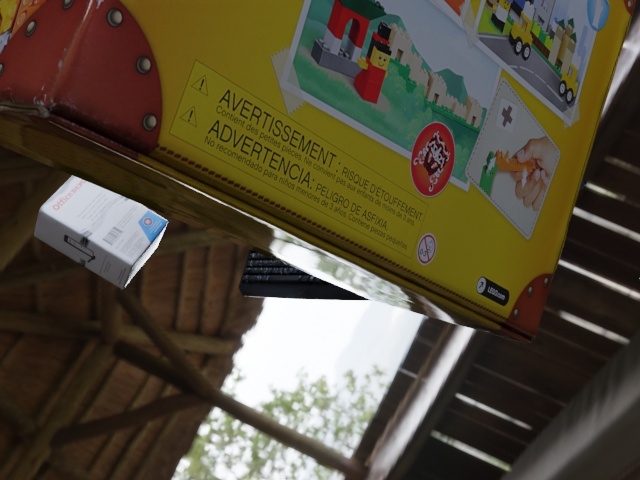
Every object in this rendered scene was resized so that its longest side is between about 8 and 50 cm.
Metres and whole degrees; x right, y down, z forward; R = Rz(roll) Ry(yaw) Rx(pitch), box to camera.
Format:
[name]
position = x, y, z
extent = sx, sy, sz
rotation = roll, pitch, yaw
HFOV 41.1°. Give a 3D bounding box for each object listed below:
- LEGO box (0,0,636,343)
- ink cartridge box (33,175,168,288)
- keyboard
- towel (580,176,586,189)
[LEGO box]
position = 0.021, -0.171, 0.616
extent = 0.500, 0.193, 0.373
rotation = 26, -100, -48
[ink cartridge box]
position = -0.424, -0.024, 1.652
extent = 0.086, 0.203, 0.148
rotation = -58, 1, 43
[keyboard]
position = 0.000, -0.004, 1.308
extent = 0.317, 0.033, 0.202
rotation = -2, 61, 46
[towel]
position = 0.507, -0.145, 1.777
extent = 0.119, 0.067, 0.029
rotation = 43, -125, -48
